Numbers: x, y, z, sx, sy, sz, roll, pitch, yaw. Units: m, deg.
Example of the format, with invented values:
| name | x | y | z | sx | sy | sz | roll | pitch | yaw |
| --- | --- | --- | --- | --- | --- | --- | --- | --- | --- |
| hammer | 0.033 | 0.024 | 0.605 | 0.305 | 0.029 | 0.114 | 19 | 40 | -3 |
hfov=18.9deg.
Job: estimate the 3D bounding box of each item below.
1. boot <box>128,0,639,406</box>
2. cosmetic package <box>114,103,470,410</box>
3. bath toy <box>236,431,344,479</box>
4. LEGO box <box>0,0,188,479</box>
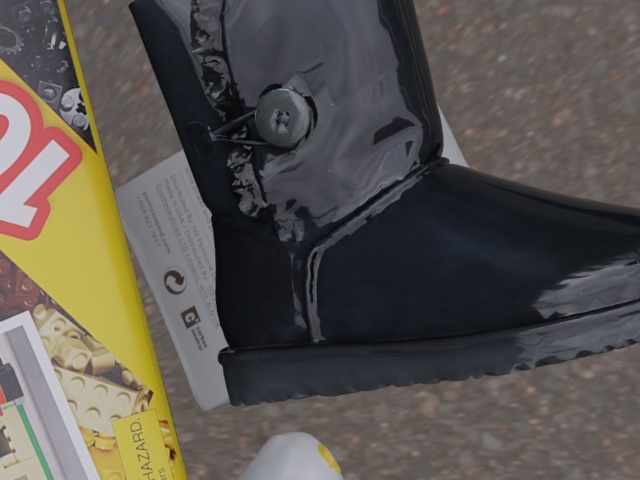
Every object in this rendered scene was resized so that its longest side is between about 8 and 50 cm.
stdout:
| name | x | y | z | sx | sy | sz | roll | pitch | yaw |
| --- | --- | --- | --- | --- | --- | --- | --- | --- | --- |
| boot | 0.041 | -0.045 | 0.821 | 0.246 | 0.094 | 0.207 | -10 | 95 | 28 |
| cosmetic package | 0.000 | 0.000 | 1.202 | 0.151 | 0.183 | 0.151 | -29 | 79 | 29 |
| bath toy | 0.020 | 0.326 | 1.618 | 0.129 | 0.151 | 0.348 | -32 | 108 | -12 |
| LEGO box | -0.271 | 0.110 | 0.954 | 0.372 | 0.193 | 0.500 | -15 | 88 | -16 |
